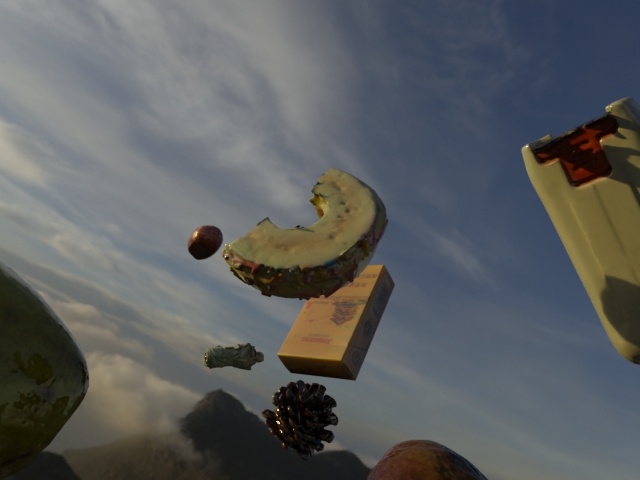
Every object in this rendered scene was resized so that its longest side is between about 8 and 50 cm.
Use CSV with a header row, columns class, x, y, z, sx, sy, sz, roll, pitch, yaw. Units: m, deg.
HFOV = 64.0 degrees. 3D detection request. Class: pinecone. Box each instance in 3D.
class,x,y,z,sx,sy,sz,roll,pitch,yaw
pinecone,-0.042,0.421,1.223,0.179,0.150,0.195,38,-41,9

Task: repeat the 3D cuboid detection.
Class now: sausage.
class,x,y,z,sx,sy,sz,roll,pitch,yaw
sausage,-0.218,0.001,0.970,0.059,0.054,0.094,42,-32,-10

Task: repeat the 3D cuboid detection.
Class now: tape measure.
class,x,y,z,sx,sy,sz,roll,pitch,yaw
tape measure,0.349,-0.020,0.538,0.130,0.265,0.258,-28,-93,45

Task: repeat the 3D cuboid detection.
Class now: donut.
class,x,y,z,sx,sy,sz,roll,pitch,yaw
donut,0.001,0.003,0.489,0.108,0.166,0.065,34,-33,34

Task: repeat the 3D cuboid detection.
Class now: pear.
class,x,y,z,sx,sy,sz,roll,pitch,yaw
pear,-0.387,0.110,0.479,0.307,0.252,0.253,34,-23,-21

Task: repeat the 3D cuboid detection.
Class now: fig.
class,x,y,z,sx,sy,sz,roll,pitch,yaw
fig,0.179,0.320,0.609,0.290,0.190,0.191,-30,-50,32

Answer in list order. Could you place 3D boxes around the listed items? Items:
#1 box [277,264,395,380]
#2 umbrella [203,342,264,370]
class,x,y,z,sx,sy,sz,roll,pitch,yaw
box,0.040,0.177,1.163,0.174,0.274,0.076,-6,-50,36
umbrella,-0.203,0.274,1.209,0.144,0.067,0.062,8,-50,-23
